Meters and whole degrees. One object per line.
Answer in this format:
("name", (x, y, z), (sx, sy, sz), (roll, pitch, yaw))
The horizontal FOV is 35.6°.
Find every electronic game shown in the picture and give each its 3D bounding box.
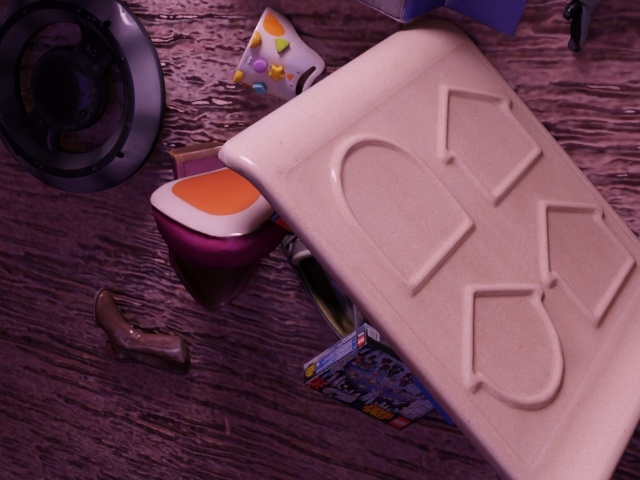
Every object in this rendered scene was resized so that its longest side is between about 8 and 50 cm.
("electronic game", (-0.268, -0.163, 1.071), (0.229, 0.048, 0.229), (6, 107, 21))

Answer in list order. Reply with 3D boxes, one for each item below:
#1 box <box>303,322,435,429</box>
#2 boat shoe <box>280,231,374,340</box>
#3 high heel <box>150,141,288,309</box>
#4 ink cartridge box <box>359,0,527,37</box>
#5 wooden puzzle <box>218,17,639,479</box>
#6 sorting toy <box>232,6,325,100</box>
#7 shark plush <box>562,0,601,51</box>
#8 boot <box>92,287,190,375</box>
("box", (0.064, 0.140, 1.007), (0.137, 0.027, 0.094), (29, 131, -29))
("boat shoe", (-0.001, 0.001, 0.991), (0.080, 0.073, 0.224), (-23, 102, 31))
("high heel", (-0.078, 0.019, 0.902), (0.127, 0.377, 0.182), (-11, 104, -6))
("ink cartridge box", (0.050, -0.331, 0.777), (0.307, 0.072, 0.304), (30, 138, 15))
("wooden puzzle", (0.118, 0.003, 0.786), (0.348, 0.322, 0.080), (46, 133, 3))
("sorting toy", (-0.038, -0.167, 0.963), (0.075, 0.045, 0.083), (25, 123, -7))
("shark plush", (0.234, -0.221, 0.787), (0.067, 0.073, 0.161), (9, 115, -10))
("boot", (-0.206, 0.107, 1.167), (0.114, 0.037, 0.107), (9, 129, 27))
